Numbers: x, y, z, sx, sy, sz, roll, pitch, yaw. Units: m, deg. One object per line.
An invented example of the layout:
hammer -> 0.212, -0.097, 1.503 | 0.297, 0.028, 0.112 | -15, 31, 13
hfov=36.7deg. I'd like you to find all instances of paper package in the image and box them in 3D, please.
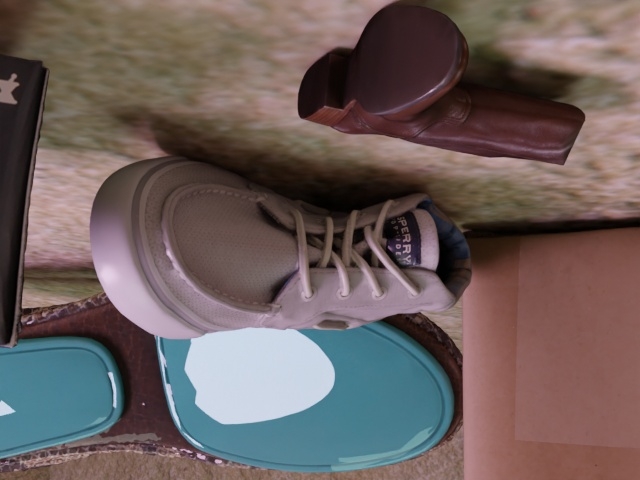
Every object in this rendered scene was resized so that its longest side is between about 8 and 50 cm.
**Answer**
paper package -> 0.207, 0.173, 0.689 | 0.168, 0.325, 0.309 | -4, 166, 19

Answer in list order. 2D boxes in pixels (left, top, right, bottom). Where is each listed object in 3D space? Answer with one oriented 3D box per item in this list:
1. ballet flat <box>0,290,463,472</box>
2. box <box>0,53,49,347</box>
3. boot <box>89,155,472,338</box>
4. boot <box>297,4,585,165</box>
ballet flat -> -0.123, 0.092, 0.765 | 0.482, 0.164, 0.182 | -6, -168, 11
box -> -0.247, -0.021, 0.333 | 0.261, 0.103, 0.184 | 7, 171, -26
boot -> 0.000, 0.000, 0.511 | 0.123, 0.095, 0.258 | -11, 172, 22
boot -> 0.063, -0.051, 0.359 | 0.114, 0.037, 0.106 | 11, 178, -25
